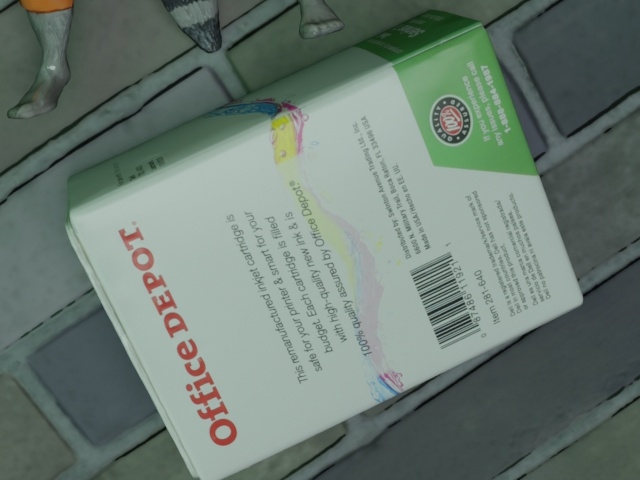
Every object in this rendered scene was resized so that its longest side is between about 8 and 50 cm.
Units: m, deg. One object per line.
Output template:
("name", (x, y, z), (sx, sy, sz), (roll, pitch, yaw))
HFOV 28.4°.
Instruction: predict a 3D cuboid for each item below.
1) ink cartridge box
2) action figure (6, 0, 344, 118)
("ink cartridge box", (0.000, 0.000, 0.822), (0.278, 0.117, 0.201), (-25, 109, -5))
("action figure", (-0.169, -0.245, 0.728), (0.341, 0.178, 0.330), (-11, 104, 22))
